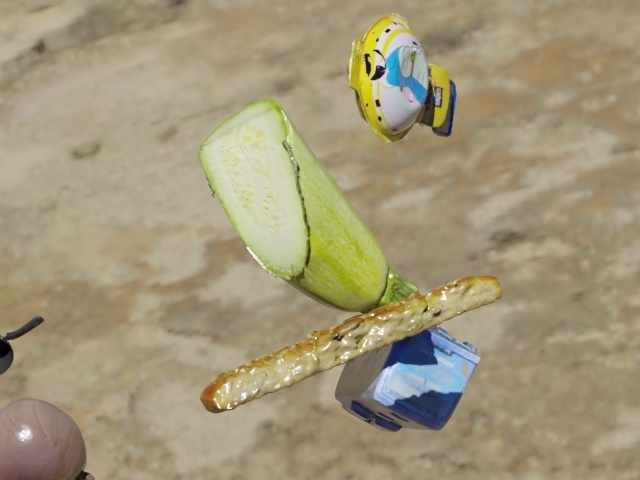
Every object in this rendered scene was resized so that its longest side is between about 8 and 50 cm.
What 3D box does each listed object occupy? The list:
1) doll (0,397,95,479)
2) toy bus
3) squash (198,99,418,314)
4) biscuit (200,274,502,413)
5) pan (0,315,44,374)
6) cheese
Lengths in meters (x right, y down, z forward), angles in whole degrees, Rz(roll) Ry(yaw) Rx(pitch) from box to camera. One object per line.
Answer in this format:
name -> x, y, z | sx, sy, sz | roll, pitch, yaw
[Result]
doll -> -0.313, 0.205, 1.529 | 0.145, 0.188, 0.096 | -47, 9, 12
toy bus -> 0.066, 0.110, 1.311 | 0.094, 0.079, 0.236 | -56, 3, -10
squash -> -0.001, 0.001, 1.088 | 0.090, 0.200, 0.075 | -29, 23, 30
biscuit -> 0.009, 0.067, 1.002 | 0.206, 0.025, 0.126 | -20, -3, -22
pan -> -0.317, 0.099, 1.530 | 0.115, 0.068, 0.023 | -32, 48, 14
cheese -> 0.105, -0.187, 1.883 | 0.064, 0.156, 0.250 | 3, -6, 32
